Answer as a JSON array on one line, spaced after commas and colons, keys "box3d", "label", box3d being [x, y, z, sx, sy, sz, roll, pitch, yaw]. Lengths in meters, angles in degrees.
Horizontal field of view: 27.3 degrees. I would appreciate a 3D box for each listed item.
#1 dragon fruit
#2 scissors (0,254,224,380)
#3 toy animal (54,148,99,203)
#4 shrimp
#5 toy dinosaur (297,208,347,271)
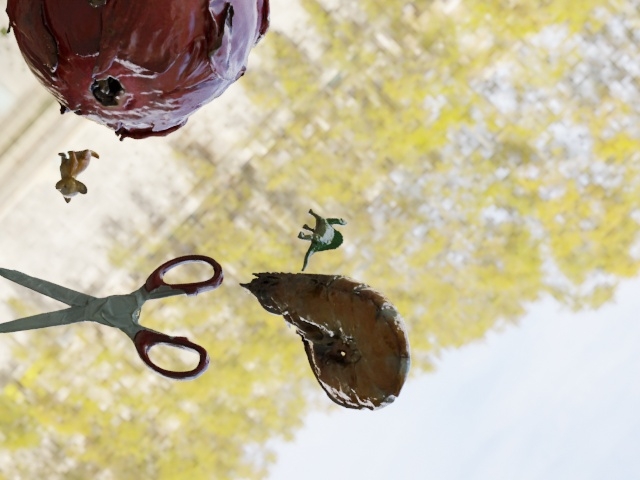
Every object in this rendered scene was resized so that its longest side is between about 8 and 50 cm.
[{"box3d": [-0.152, -0.213, 1.127, 0.252, 0.241, 0.241, -63, -165, -14], "label": "dragon fruit"}, {"box3d": [-0.228, 0.070, 1.349, 0.017, 0.247, 0.144, 86, 9, -57], "label": "scissors"}, {"box3d": [-0.386, -0.102, 2.092, 0.060, 0.083, 0.081, -5, 180, 42], "label": "toy animal"}, {"box3d": [0.004, 0.117, 1.640, 0.062, 0.164, 0.316, -5, -165, -39], "label": "shrimp"}, {"box3d": [0.000, -0.001, 1.765, 0.120, 0.060, 0.029, -71, 177, -48], "label": "toy dinosaur"}]
